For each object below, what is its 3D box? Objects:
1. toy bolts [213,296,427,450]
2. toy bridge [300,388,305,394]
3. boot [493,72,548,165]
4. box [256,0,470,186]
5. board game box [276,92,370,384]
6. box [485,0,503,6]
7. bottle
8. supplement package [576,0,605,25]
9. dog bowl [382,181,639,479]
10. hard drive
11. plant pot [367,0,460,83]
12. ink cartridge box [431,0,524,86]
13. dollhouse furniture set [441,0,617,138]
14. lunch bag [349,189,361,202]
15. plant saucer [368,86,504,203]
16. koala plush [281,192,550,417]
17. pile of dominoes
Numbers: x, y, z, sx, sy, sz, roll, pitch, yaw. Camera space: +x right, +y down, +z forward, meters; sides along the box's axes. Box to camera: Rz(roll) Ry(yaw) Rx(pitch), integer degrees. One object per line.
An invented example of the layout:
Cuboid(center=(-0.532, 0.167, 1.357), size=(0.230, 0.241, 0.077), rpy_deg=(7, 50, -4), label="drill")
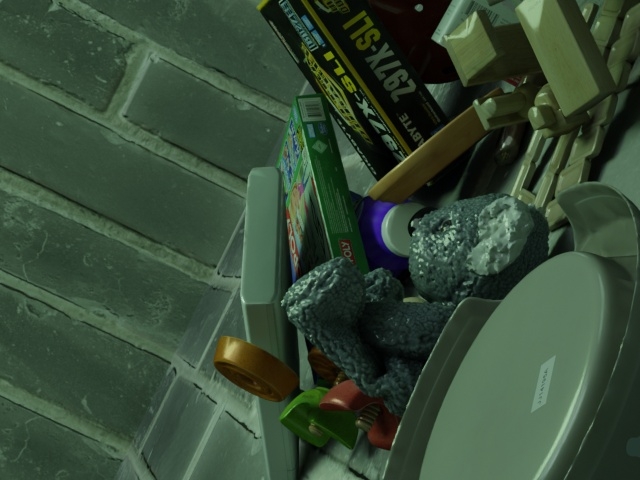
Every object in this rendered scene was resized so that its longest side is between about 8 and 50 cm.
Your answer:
Cuboid(center=(0.024, 0.121, 1.413), size=(0.228, 0.218, 0.158), rpy_deg=(-6, 50, 57), label="toy bolts")
Cuboid(center=(-0.058, 0.254, 1.897), size=(0.063, 0.026, 0.188), rpy_deg=(-67, 11, -15), label="toy bridge")
Cuboid(center=(0.228, -0.146, 1.442), size=(0.106, 0.037, 0.114), rpy_deg=(108, -174, -62), label="boot")
Cuboid(center=(0.051, -0.219, 1.728), size=(0.079, 0.322, 0.257), rpy_deg=(-37, 8, -10), label="box")
Cuboid(center=(0.000, 0.000, 1.674), size=(0.213, 0.046, 0.317), rpy_deg=(110, 151, -57), label="board game box")
Cuboid(center=(0.259, -0.326, 1.180), size=(0.275, 0.113, 0.094), rpy_deg=(-16, 33, 26), label="box")
Cuboid(center=(0.076, -0.003, 1.680), size=(0.283, 0.092, 0.118), rpy_deg=(164, 126, -76), label="bottle")
Cuboid(center=(0.237, -0.365, 1.363), size=(0.139, 0.244, 0.134), rpy_deg=(-52, 15, 49), label="supplement package")
Cuboid(center=(0.161, 0.134, 0.914), size=(0.349, 0.102, 0.349), rpy_deg=(-60, 12, 21), label="dog bowl")
Cuboid(center=(-0.059, 0.114, 1.640), size=(0.233, 0.047, 0.353), rpy_deg=(-90, -3, -45), label="hard drive")
Cuboid(center=(0.151, -0.367, 1.822), size=(0.272, 0.272, 0.265), rpy_deg=(-58, 20, 28), label="plant pot")
Cuboid(center=(0.231, -0.283, 1.517), size=(0.175, 0.127, 0.072), rpy_deg=(-61, 8, 10), label="ink cartridge box")
Cuboid(center=(0.231, -0.177, 1.232), size=(0.151, 0.123, 0.144), rpy_deg=(-38, 71, 53), label="dollhouse furniture set")
Cuboid(center=(0.027, -0.054, 2.123), size=(0.067, 0.065, 0.098), rpy_deg=(-61, 11, 15), label="lunch bag")
Cuboid(center=(0.144, -0.105, 1.515), size=(0.200, 0.037, 0.200), rpy_deg=(-38, -1, -1), label="plant saucer")
Cuboid(center=(0.122, 0.049, 1.160), size=(0.221, 0.203, 0.196), rpy_deg=(-48, -16, 7), label="koala plush")
Cuboid(center=(0.267, -0.123, 1.268), size=(0.196, 0.040, 0.251), rpy_deg=(-115, 44, -76), label="pile of dominoes")
